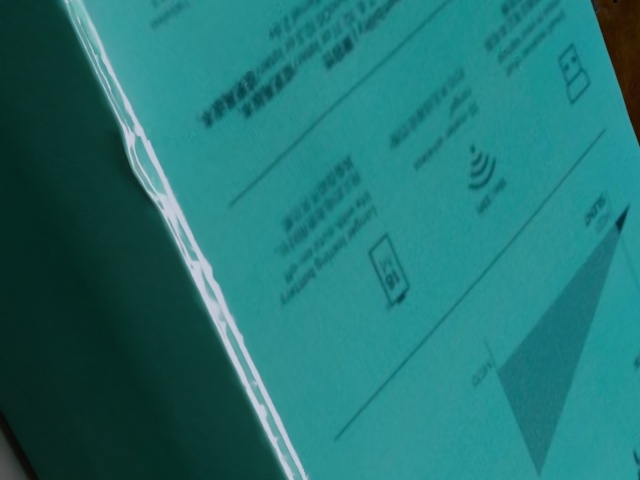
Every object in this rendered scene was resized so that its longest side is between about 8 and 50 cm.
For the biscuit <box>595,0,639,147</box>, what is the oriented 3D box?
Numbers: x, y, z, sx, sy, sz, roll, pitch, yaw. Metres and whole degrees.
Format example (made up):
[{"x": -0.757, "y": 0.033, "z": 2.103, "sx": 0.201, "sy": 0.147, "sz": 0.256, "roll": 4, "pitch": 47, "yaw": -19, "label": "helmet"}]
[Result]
[{"x": 0.105, "y": -0.059, "z": 0.756, "sx": 0.212, "sy": 0.036, "sz": 0.212, "roll": 2, "pitch": 87, "yaw": -52, "label": "biscuit"}]

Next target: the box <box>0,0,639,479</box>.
[{"x": 0.000, "y": 0.000, "z": 0.571, "sx": 0.205, "sy": 0.118, "sz": 0.311, "roll": -45, "pitch": 123, "yaw": -37, "label": "box"}]

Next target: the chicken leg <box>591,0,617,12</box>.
[{"x": 0.057, "y": -0.177, "z": 0.662, "sx": 0.196, "sy": 0.080, "sz": 0.125, "roll": 31, "pitch": 66, "yaw": -38, "label": "chicken leg"}]
